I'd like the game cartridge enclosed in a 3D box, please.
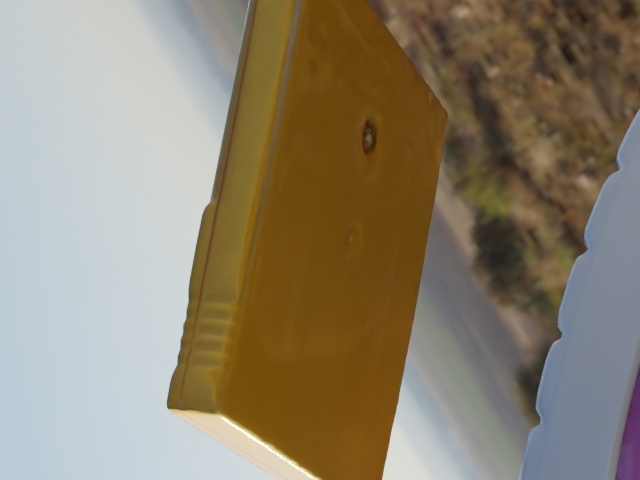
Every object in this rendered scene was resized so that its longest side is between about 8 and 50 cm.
[{"bbox_3d":[0.000,0.000,1.230,0.285,0.052,0.324,45,-127,-59],"label":"game cartridge"}]

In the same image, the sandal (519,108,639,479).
[{"bbox_3d":[0.122,0.110,0.551,0.102,0.416,0.169,23,-164,28],"label":"sandal"}]
